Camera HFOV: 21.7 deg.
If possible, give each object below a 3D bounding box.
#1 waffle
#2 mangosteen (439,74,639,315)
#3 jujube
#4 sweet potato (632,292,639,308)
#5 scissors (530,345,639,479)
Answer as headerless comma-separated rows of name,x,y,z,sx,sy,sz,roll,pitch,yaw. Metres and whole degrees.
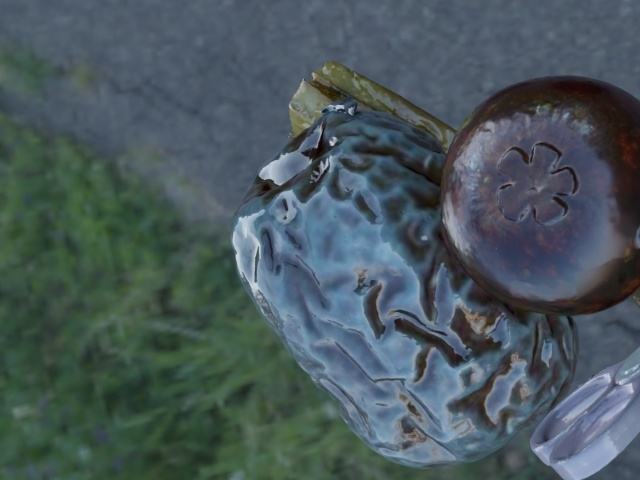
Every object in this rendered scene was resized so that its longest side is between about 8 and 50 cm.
waffle,0.114,-0.084,1.989,0.327,0.098,0.224,35,172,6
mangosteen,0.163,-0.029,1.037,0.145,0.181,0.156,-21,73,41
jujube,0.069,0.042,1.379,0.317,0.226,0.226,53,152,-19
sweet potato,0.250,-0.017,1.453,0.068,0.068,0.226,-37,62,55
scissors,0.234,0.062,1.078,0.030,0.242,0.118,48,179,-6
